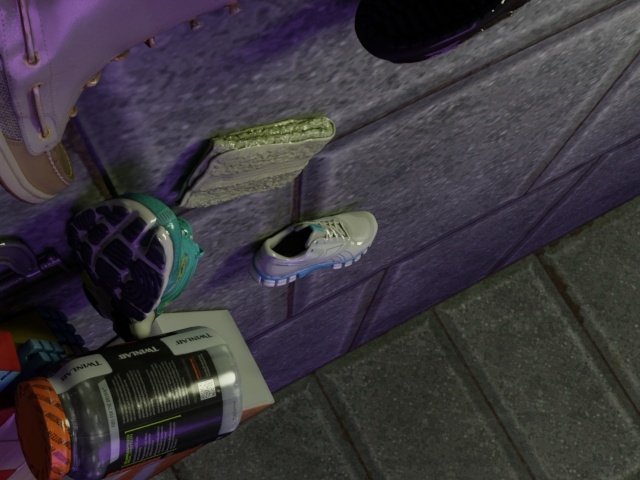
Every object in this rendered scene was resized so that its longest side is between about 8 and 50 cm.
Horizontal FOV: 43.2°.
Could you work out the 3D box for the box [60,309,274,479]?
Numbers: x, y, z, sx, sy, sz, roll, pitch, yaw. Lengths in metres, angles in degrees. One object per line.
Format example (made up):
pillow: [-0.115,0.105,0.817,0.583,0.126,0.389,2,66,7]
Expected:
box: [-0.280,0.262,1.202,0.345,0.168,0.215,-34,165,18]

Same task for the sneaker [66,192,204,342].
sneaker: [-0.168,0.013,0.771,0.110,0.107,0.275,-44,177,-23]

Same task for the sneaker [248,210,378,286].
sneaker: [0.000,0.000,1.064,0.191,0.071,0.083,-23,159,-24]

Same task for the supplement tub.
supplement tub: [-0.178,0.154,0.762,0.190,0.117,0.117,-10,156,-38]

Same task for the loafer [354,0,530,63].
loafer: [0.128,-0.195,0.612,0.220,0.080,0.078,-30,165,0]

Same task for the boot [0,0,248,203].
boot: [-0.117,-0.109,0.431,0.165,0.077,0.213,-26,158,-13]

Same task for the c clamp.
c clamp: [-0.303,0.045,0.709,0.161,0.022,0.137,-26,166,-15]

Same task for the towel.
towel: [-0.062,-0.073,0.770,0.148,0.027,0.110,-18,163,-39]

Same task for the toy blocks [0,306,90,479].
toy blocks: [-0.346,0.180,0.839,0.261,0.191,0.381,-43,159,4]
